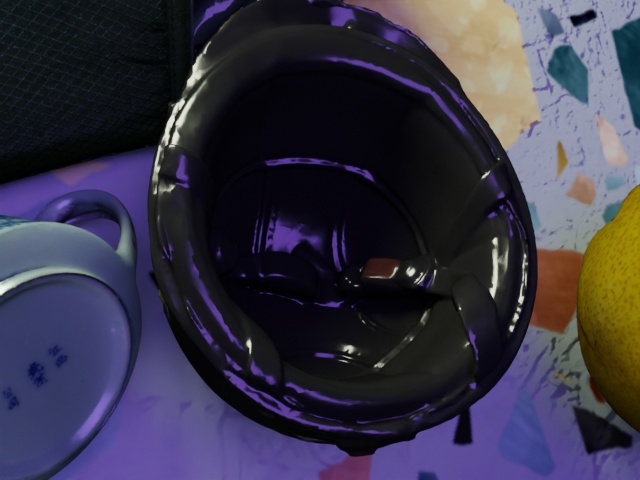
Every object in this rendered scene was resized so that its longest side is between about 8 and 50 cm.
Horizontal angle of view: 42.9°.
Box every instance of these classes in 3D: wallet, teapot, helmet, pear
[{"bbox_3d":[-0.190,-0.097,0.485,0.236,0.160,0.055,-19,63,-21],"label":"wallet"},{"bbox_3d":[-0.195,0.049,0.463,0.159,0.159,0.232,46,60,-2],"label":"teapot"},{"bbox_3d":[0.000,0.000,0.520,0.230,0.160,0.279,1,64,-18],"label":"helmet"},{"bbox_3d":[0.281,0.047,0.578,0.208,0.209,0.209,5,75,-17],"label":"pear"}]

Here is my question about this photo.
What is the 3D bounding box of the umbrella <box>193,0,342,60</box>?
[{"bbox_3d":[-0.110,-0.198,0.570,0.348,0.094,0.143,-29,93,-20],"label":"umbrella"}]
